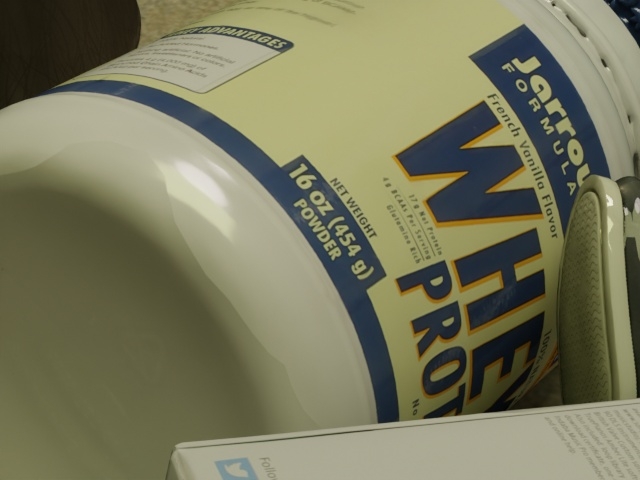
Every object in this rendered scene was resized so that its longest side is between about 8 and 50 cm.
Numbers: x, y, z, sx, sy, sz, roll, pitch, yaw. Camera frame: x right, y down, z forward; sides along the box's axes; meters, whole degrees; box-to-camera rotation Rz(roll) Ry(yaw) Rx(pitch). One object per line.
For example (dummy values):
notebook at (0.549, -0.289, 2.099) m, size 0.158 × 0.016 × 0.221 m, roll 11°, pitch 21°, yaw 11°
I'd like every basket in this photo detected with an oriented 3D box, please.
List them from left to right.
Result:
basket at (-0.201, -0.227, 1.112) m, size 0.154 × 0.227 × 0.204 m, roll -3°, pitch 39°, yaw -2°

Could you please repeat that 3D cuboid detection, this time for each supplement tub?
supplement tub at (0.000, 0.000, 0.807) m, size 0.235 × 0.235 × 0.325 m, roll 24°, pitch 36°, yaw 27°

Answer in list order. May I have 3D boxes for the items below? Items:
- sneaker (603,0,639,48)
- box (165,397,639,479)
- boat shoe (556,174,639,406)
sneaker at (0.188, -0.122, 1.045) m, size 0.232 × 0.081 × 0.090 m, roll 1°, pitch 21°, yaw 38°
box at (0.088, 0.153, 0.589) m, size 0.322 × 0.232 × 0.058 m, roll -2°, pitch 37°, yaw -23°
boat shoe at (0.145, 0.085, 0.720) m, size 0.079 × 0.233 × 0.084 m, roll -10°, pitch 1°, yaw -8°
